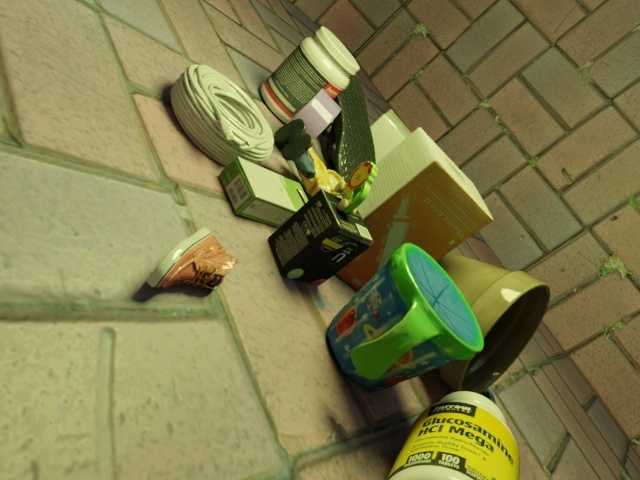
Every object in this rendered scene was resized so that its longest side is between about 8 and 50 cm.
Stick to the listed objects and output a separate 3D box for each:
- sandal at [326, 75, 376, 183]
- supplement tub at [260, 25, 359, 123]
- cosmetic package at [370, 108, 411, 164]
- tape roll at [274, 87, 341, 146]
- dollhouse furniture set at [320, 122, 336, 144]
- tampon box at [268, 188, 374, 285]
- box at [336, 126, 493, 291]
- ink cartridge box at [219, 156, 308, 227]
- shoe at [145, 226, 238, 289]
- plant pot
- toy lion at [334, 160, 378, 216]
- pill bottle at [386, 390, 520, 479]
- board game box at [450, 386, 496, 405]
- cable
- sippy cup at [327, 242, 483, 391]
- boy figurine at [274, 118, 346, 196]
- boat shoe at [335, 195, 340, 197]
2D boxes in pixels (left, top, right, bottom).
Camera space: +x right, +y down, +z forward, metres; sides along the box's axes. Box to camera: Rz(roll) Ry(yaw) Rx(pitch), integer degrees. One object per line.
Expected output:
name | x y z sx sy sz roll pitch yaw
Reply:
sandal | 0.089 -0.337 1.649 0.167 0.107 0.446 10 69 -36
supplement tub | -0.034 -0.498 1.548 0.191 0.272 0.191 40 26 -23
cosmetic package | 0.201 -0.341 1.804 0.138 0.224 0.225 48 23 -4
tape roll | -0.036 -0.331 1.401 0.080 0.189 0.189 45 23 -14
dollhouse furniture set | 0.049 -0.400 1.827 0.151 0.058 0.076 16 41 -53
tampon box | 0.000 0.000 1.000 0.120 0.161 0.101 20 37 -48
box | 0.177 -0.049 1.162 0.215 0.345 0.168 38 26 -26
ink cartridge box | -0.108 -0.092 1.069 0.209 0.062 0.109 16 40 -54
shoe | -0.180 0.040 0.734 0.081 0.063 0.178 43 19 -5
plant pot | 0.333 0.166 1.209 0.280 0.323 0.323 37 12 37
toy lion | 0.073 -0.105 0.960 0.034 0.096 0.100 36 27 -27
pill bottle | 0.217 0.374 0.799 0.188 0.188 0.334 54 23 8
board game box | 0.398 0.375 1.319 0.160 0.039 0.211 44 23 -13
cable | -0.213 -0.274 1.122 0.257 0.089 0.257 55 22 10
sippy cup | 0.144 0.161 0.940 0.305 0.224 0.240 27 33 -43
boy figurine | -0.012 -0.174 1.259 0.285 0.092 0.177 45 18 -56
boat shoe | 0.131 -0.048 1.344 0.258 0.084 0.095 16 26 -22
